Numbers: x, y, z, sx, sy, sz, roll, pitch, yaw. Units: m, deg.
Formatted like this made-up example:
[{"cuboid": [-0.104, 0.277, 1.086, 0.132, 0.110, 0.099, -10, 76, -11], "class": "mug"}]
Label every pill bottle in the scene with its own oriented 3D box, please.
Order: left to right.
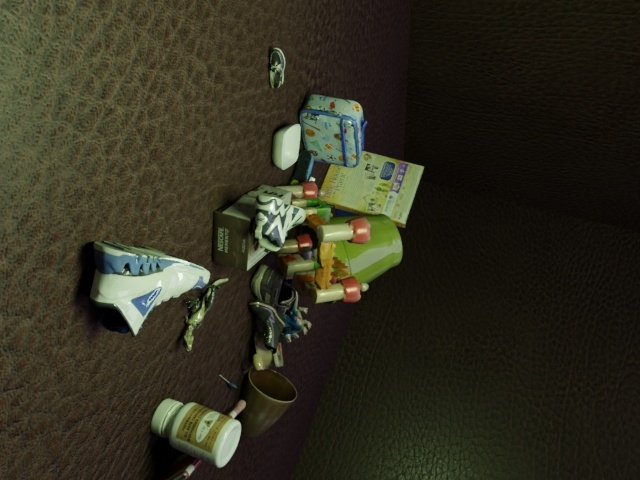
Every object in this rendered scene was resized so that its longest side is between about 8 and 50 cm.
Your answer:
[{"cuboid": [-0.352, 0.533, 1.423, 0.131, 0.229, 0.131, 16, 90, -74], "class": "pill bottle"}]

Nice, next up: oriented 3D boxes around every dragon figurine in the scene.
[{"cuboid": [-0.130, 0.344, 2.267, 0.085, 0.143, 0.289, -52, 134, -50], "class": "dragon figurine"}]

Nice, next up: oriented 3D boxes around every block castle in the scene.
[{"cuboid": [0.000, 0.000, 1.730, 0.212, 0.453, 0.303, -5, 115, -26], "class": "block castle"}]

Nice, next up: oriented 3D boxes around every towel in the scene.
[{"cuboid": [-0.378, 0.649, 1.565, 0.237, 0.037, 0.329, -42, -179, 30], "class": "towel"}]

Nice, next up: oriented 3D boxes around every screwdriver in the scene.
[{"cuboid": [-0.341, 0.518, 1.845, 0.025, 0.024, 0.170, -42, 150, -8], "class": "screwdriver"}]

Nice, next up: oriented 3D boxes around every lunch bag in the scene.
[{"cuboid": [0.053, -0.405, 1.890, 0.303, 0.243, 0.115, 78, 31, -60], "class": "lunch bag"}]

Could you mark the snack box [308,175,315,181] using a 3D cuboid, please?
[{"cuboid": [-0.073, -0.169, 1.968, 0.178, 0.022, 0.064, -62, -166, 9], "class": "snack box"}]

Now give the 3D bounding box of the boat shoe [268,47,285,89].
[{"cuboid": [-0.134, -0.513, 1.516, 0.125, 0.046, 0.038, 99, 10, -50], "class": "boat shoe"}]

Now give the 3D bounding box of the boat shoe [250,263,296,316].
[{"cuboid": [-0.168, 0.222, 1.939, 0.355, 0.130, 0.132, 77, 33, -60], "class": "boat shoe"}]

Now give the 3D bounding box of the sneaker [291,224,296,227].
[{"cuboid": [-0.107, -0.074, 2.027, 0.109, 0.043, 0.040, -55, 157, -46], "class": "sneaker"}]

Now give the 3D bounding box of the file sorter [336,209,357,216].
[{"cuboid": [0.169, -0.181, 2.739, 0.104, 0.118, 0.170, 77, 32, -64], "class": "file sorter"}]

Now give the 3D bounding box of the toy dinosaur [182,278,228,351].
[{"cuboid": [-0.337, 0.183, 1.457, 0.118, 0.064, 0.268, 109, 6, -54], "class": "toy dinosaur"}]

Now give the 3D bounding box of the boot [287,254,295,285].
[{"cuboid": [-0.117, 0.127, 2.190, 0.099, 0.045, 0.121, -62, 160, -47], "class": "boot"}]

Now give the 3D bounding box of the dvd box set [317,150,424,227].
[{"cuboid": [0.230, -0.253, 2.317, 0.062, 0.420, 0.308, 76, 32, -66], "class": "dvd box set"}]

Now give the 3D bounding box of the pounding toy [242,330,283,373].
[{"cuboid": [-0.241, 0.438, 2.012, 0.269, 0.154, 0.154, 77, 3, -77], "class": "pounding toy"}]

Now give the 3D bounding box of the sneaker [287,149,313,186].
[{"cuboid": [-0.072, -0.241, 1.942, 0.082, 0.069, 0.210, 50, 57, -76], "class": "sneaker"}]

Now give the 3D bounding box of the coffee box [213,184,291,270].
[{"cuboid": [-0.207, -0.048, 1.569, 0.297, 0.118, 0.168, -45, 146, -61], "class": "coffee box"}]

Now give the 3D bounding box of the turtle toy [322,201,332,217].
[{"cuboid": [0.001, -0.114, 2.299, 0.066, 0.095, 0.130, -9, 115, -49], "class": "turtle toy"}]

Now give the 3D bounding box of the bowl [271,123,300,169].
[{"cuboid": [-0.121, -0.325, 1.722, 0.142, 0.053, 0.142, -50, 152, -57], "class": "bowl"}]

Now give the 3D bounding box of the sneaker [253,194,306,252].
[{"cuboid": [-0.125, -0.035, 1.470, 0.235, 0.093, 0.153, 23, 81, -72], "class": "sneaker"}]

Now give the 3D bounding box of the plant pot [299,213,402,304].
[{"cuboid": [0.141, 0.043, 2.139, 0.352, 0.366, 0.367, -16, 134, -20], "class": "plant pot"}]

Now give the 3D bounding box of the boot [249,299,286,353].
[{"cuboid": [-0.203, 0.321, 1.878, 0.198, 0.076, 0.137, 44, 45, -38], "class": "boot"}]

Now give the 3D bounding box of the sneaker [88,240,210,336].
[{"cuboid": [-0.394, 0.110, 1.108, 0.315, 0.127, 0.182, 20, 89, -67], "class": "sneaker"}]

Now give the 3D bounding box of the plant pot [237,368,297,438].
[{"cuboid": [-0.242, 0.672, 2.040, 0.231, 0.215, 0.215, -62, 166, 11], "class": "plant pot"}]
